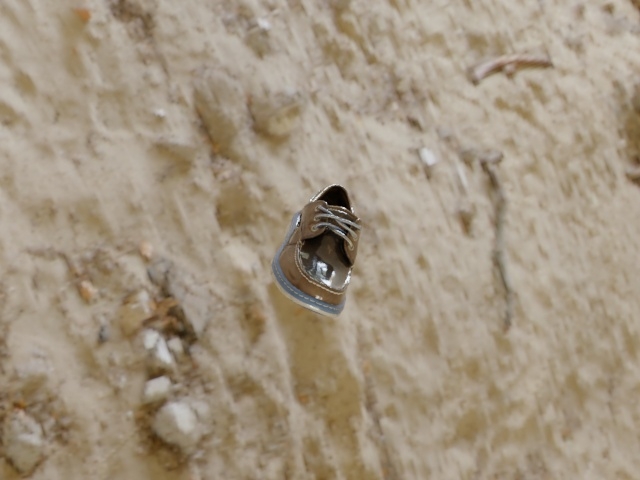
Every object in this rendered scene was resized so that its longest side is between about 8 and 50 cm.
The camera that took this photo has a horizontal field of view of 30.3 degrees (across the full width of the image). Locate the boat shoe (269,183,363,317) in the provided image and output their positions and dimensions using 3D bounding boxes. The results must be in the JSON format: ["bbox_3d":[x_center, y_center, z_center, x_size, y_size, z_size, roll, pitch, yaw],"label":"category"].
[{"bbox_3d":[0.000,0.000,0.993,0.066,0.066,0.183,24,21,-13],"label":"boat shoe"}]
